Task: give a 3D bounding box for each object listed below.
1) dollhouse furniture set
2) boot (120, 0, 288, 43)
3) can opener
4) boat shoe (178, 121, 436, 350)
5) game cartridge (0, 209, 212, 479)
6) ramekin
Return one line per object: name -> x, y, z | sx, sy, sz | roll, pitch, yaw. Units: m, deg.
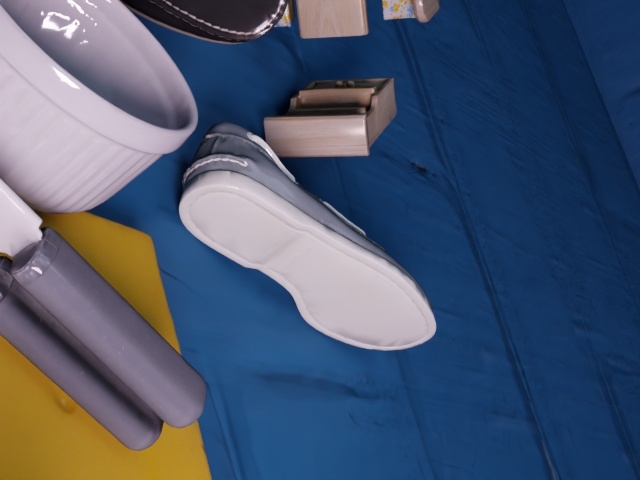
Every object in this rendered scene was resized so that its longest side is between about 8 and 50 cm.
dollhouse furniture set -> 0.006, -0.225, 1.331 | 0.161, 0.212, 0.242 | -53, 140, -64
boot -> -0.136, -0.260, 1.040 | 0.377, 0.138, 0.284 | 39, 2, -33
can opener -> -0.177, 0.018, 0.805 | 0.280, 0.074, 0.093 | 50, 26, -21
boat shoe -> 0.000, 0.000, 1.206 | 0.319, 0.116, 0.099 | 35, 40, -35
game cartridge -> -0.184, 0.112, 0.840 | 0.285, 0.052, 0.324 | 22, 44, -53
ramekin -> -0.198, -0.113, 0.907 | 0.207, 0.109, 0.207 | 40, 19, -16
